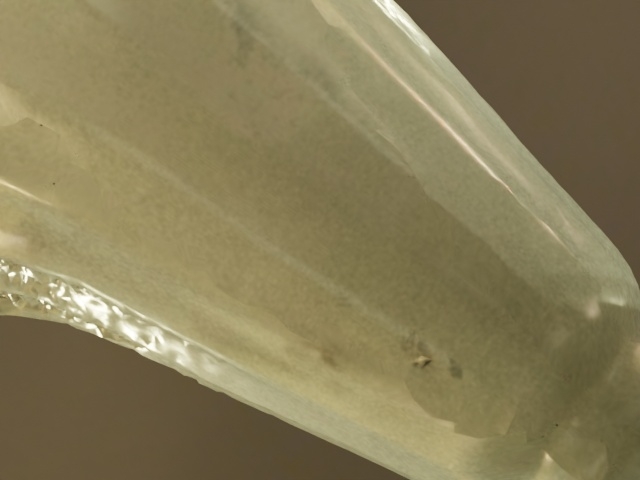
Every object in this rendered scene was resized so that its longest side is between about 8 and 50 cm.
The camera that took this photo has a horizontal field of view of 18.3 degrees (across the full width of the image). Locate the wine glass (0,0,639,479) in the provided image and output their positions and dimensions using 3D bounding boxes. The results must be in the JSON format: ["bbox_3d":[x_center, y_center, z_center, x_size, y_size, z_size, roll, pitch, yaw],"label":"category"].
[{"bbox_3d":[0.000,0.000,0.376,0.196,0.165,0.165,39,-98,15],"label":"wine glass"}]
